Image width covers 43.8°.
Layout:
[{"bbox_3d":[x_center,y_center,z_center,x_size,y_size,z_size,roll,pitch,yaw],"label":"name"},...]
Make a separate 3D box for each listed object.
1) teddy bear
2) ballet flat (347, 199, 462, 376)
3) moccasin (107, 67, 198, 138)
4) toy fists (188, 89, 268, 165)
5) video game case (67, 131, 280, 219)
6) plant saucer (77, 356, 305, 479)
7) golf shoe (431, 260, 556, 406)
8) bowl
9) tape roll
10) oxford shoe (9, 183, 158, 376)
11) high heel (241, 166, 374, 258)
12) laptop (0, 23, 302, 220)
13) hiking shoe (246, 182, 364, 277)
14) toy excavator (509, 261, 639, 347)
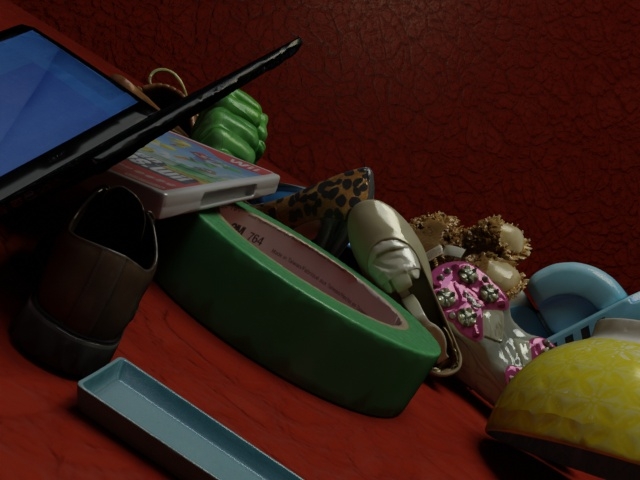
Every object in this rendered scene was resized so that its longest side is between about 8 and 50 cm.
[{"bbox_3d":[0.176,0.040,1.305,0.113,0.338,0.245,70,13,-45],"label":"teddy bear"},{"bbox_3d":[0.109,0.065,0.984,0.248,0.086,0.086,62,-1,-15],"label":"ballet flat"},{"bbox_3d":[-0.238,-0.175,1.197,0.139,0.147,0.380,34,7,15],"label":"moccasin"},{"bbox_3d":[-0.129,-0.115,1.042,0.096,0.142,0.279,23,22,-11],"label":"toy fists"},{"bbox_3d":[-0.176,-0.081,0.773,0.204,0.025,0.285,22,12,12],"label":"video game case"},{"bbox_3d":[-0.047,0.130,0.442,0.192,0.018,0.067,32,7,3],"label":"plant saucer"},{"bbox_3d":[0.241,0.172,1.076,0.306,0.115,0.140,54,-29,15],"label":"golf shoe"},{"bbox_3d":[0.335,0.175,0.855,0.289,0.156,0.289,17,-14,4],"label":"bowl"},{"bbox_3d":[-0.028,0.054,0.826,0.321,0.077,0.321,32,7,-4],"label":"tape roll"},{"bbox_3d":[-0.145,0.007,0.548,0.082,0.096,0.227,28,6,-21],"label":"oxford shoe"},{"bbox_3d":[-0.043,-0.060,1.094,0.261,0.186,0.093,38,8,36],"label":"high heel"},{"bbox_3d":[-0.192,-0.116,0.575,0.234,0.264,0.137,-46,112,-48],"label":"laptop"},{"bbox_3d":[0.000,0.000,1.181,0.304,0.113,0.132,35,6,21],"label":"hiking shoe"},{"bbox_3d":[0.360,0.120,1.369,0.222,0.433,0.445,19,43,-63],"label":"toy excavator"}]
